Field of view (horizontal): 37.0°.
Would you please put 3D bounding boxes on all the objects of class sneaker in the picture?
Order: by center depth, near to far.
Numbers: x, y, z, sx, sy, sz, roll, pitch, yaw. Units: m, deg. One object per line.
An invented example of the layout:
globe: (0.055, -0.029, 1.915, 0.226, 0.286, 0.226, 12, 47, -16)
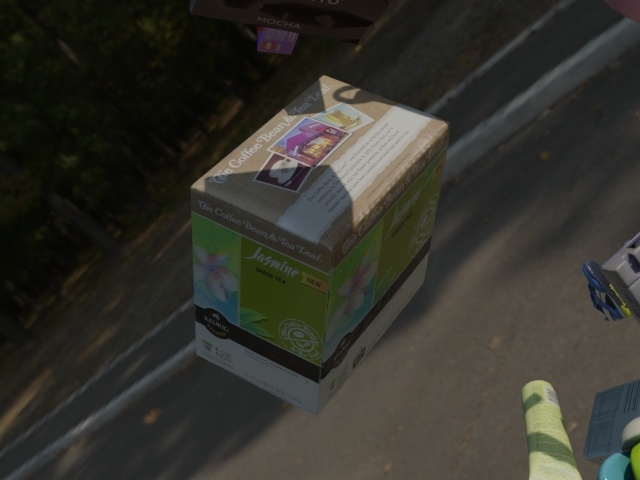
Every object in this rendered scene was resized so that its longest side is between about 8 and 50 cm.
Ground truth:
sneaker: (0.563, 0.105, 1.924, 0.059, 0.144, 0.053, -31, 6, 42)

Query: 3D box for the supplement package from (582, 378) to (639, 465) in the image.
supplement package: (0.658, 0.381, 1.873, 0.203, 0.194, 0.149, 125, 164, -68)

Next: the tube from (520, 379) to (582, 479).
tube: (0.372, 0.326, 1.575, 0.070, 0.062, 0.240, -26, 24, 16)

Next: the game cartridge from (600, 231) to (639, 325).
game cartridge: (0.620, 0.019, 1.465, 0.355, 0.230, 0.068, -39, 15, -10)

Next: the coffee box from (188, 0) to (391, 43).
coffee box: (-0.021, -0.347, 0.874, 0.119, 0.168, 0.297, 137, 136, -64)

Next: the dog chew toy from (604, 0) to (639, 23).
dog chew toy: (0.293, -0.301, 0.619, 0.206, 0.207, 0.332, -61, -11, -51)

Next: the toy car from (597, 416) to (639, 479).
toy car: (0.434, 0.334, 1.273, 0.136, 0.182, 0.159, -25, 48, 27)

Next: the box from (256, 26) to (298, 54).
box: (-0.040, -0.425, 1.339, 0.293, 0.057, 0.201, 123, 147, -64)

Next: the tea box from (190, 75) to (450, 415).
tea box: (0.000, 0.000, 1.355, 0.329, 0.220, 0.323, -47, -29, -41)
